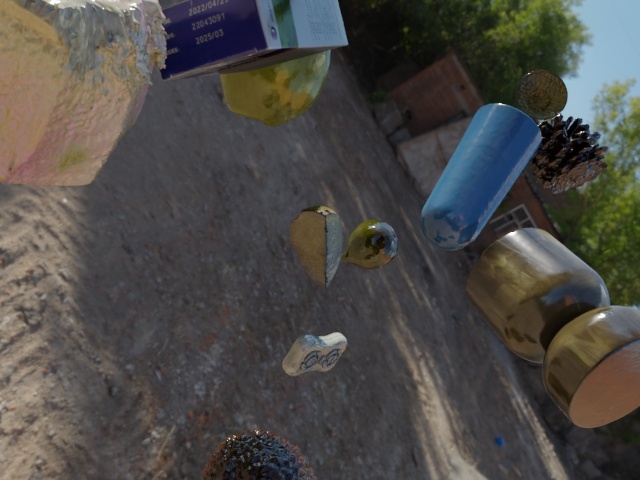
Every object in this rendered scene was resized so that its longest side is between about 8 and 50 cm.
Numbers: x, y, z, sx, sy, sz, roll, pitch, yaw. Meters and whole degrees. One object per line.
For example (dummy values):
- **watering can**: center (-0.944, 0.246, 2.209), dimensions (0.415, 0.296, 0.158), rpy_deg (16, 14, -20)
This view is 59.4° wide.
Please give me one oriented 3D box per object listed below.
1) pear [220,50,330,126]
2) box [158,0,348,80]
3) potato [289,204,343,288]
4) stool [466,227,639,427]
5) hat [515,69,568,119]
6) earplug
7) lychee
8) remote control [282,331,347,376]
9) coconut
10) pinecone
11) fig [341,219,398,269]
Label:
- **pear**: center (-0.105, -0.422, 1.301), dimensions (0.252, 0.307, 0.253), rpy_deg (16, 11, -3)
- **box**: center (-0.106, -0.345, 0.926), dimensions (0.299, 0.200, 0.106), rpy_deg (-39, 119, -58)
- **potato**: center (0.000, 0.000, 1.188), dimensions (0.089, 0.100, 0.172), rpy_deg (-34, 128, -47)
- **stool**: center (0.367, 0.121, 0.856), dimensions (0.179, 0.179, 0.264), rpy_deg (47, 8, -38)
- **hat**: center (0.624, -0.407, 1.609), dimensions (0.146, 0.146, 0.067), rpy_deg (62, 1, 7)
- **earplug**: center (0.273, -0.100, 0.998), dimensions (0.132, 0.273, 0.132), rpy_deg (31, -19, 12)
- **lychee**: center (-0.124, 0.540, 1.214), dimensions (0.267, 0.267, 0.267), rpy_deg (53, 17, -24)
- **remote control**: center (-0.007, 0.183, 0.902), dimensions (0.032, 0.074, 0.122), rpy_deg (41, 19, 32)
- **coconut**: center (-0.281, -0.168, 0.546), dimensions (0.233, 0.245, 0.233), rpy_deg (22, 41, -21)
- **pinecone**: center (0.533, -0.202, 1.238), dimensions (0.163, 0.163, 0.165), rpy_deg (33, 33, -59)
- **fig**: center (0.075, 0.027, 1.386), dimensions (0.124, 0.236, 0.124), rpy_deg (-16, 90, -75)
